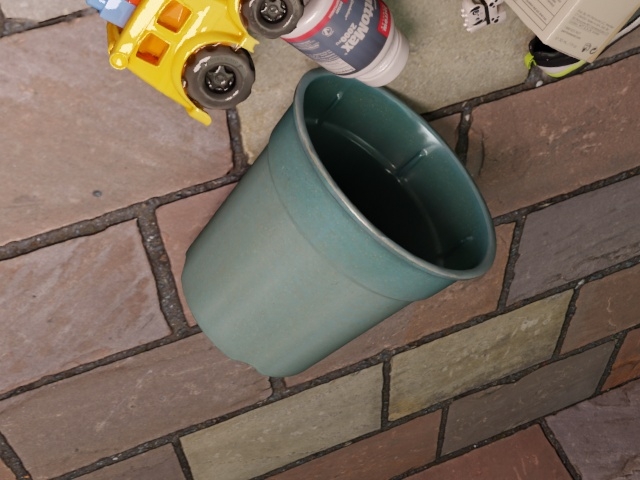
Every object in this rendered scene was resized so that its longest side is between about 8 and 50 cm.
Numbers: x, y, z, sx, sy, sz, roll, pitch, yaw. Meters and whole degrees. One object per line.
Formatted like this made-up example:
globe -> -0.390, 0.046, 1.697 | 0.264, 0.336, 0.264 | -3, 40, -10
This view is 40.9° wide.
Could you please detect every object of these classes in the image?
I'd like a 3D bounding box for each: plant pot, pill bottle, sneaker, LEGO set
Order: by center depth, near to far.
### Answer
pill bottle -> 0.026, -0.260, 1.040 | 0.108, 0.108, 0.180 | -43, 142, 20
LEGO set -> 0.158, -0.345, 1.044 | 0.093, 0.087, 0.227 | -27, 150, 3
plant pot -> 0.000, 0.000, 1.181 | 0.341, 0.341, 0.334 | 14, 135, -42
sneaker -> 0.389, -0.322, 1.215 | 0.097, 0.084, 0.234 | 16, 125, -42

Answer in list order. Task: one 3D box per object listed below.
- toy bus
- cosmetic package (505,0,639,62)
toy bus -> -0.145, -0.268, 0.912 | 0.212, 0.149, 0.220 | 26, 117, -30
cosmetic package -> 0.362, -0.394, 1.051 | 0.113, 0.160, 0.309 | 9, 132, -41
